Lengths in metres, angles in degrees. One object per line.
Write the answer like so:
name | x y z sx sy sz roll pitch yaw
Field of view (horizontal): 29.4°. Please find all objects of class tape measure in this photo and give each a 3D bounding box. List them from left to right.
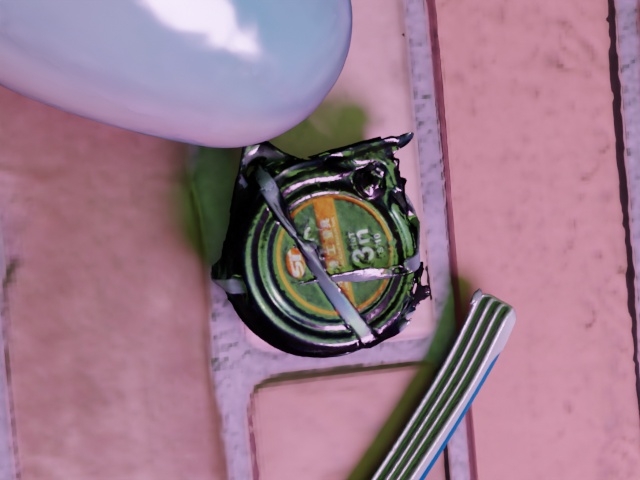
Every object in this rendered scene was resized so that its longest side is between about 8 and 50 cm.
tape measure | -0.001 0.002 0.511 0.091 0.054 0.094 -2 85 -11

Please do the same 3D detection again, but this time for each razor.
razor | 0.028 0.106 0.529 0.068 0.037 0.191 30 77 30

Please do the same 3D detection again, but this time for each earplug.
earplug | -0.122 -0.150 0.428 0.324 0.185 0.185 34 84 -17
